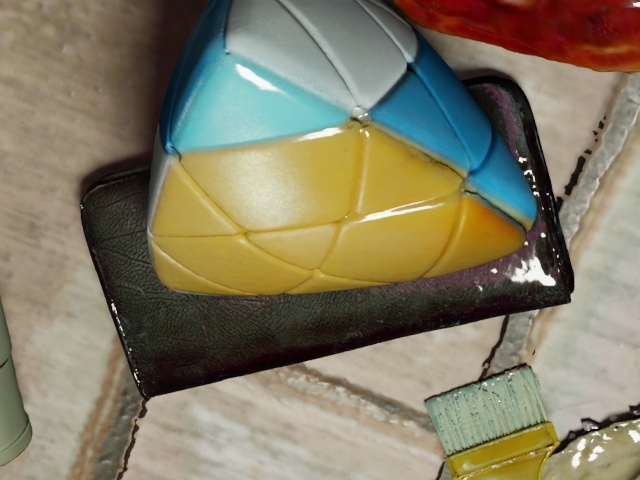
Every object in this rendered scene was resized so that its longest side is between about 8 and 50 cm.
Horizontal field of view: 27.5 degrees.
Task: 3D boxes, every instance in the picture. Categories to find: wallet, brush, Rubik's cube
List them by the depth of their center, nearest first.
[{"bbox_3d":[-0.028,-0.072,0.806,0.254,0.254,0.254,2,109,7],"label":"Rubik's cube"},{"bbox_3d":[0.000,0.000,0.889,0.318,0.045,0.172,-13,103,13],"label":"wallet"},{"bbox_3d":[0.145,0.198,0.899,0.083,0.010,0.218,-23,72,15],"label":"brush"}]

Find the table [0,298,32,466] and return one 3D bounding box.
[{"bbox_3d":[-0.284,0.048,0.901,0.126,0.126,0.220,-6,109,9],"label":"table"}]

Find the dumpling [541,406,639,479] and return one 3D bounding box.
[{"bbox_3d":[0.202,0.230,0.924,0.166,0.086,0.332,27,107,-5],"label":"dumpling"}]

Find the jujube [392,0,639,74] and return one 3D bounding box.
[{"bbox_3d":[0.174,-0.195,0.728,0.290,0.197,0.197,-7,108,24],"label":"jujube"}]
